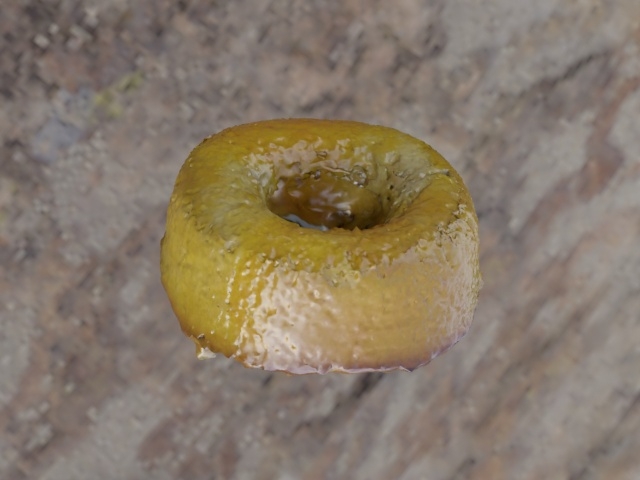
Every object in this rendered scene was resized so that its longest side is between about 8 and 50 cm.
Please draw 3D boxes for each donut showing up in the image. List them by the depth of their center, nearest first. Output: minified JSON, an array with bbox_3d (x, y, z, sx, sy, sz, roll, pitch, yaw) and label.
[{"bbox_3d":[0.000,0.001,1.260,0.253,0.253,0.118,-26,130,-40],"label":"donut"}]
